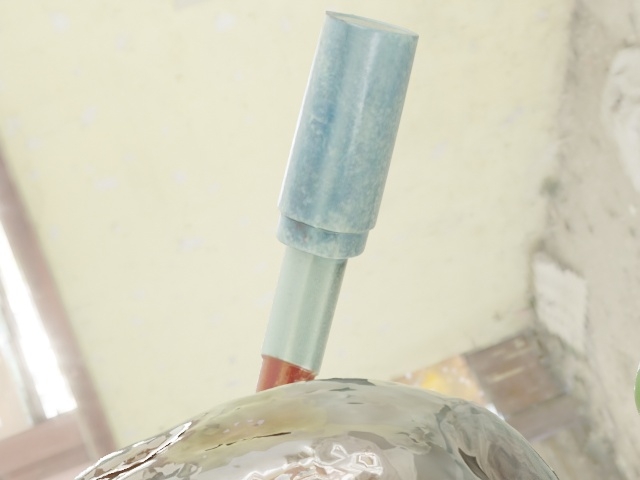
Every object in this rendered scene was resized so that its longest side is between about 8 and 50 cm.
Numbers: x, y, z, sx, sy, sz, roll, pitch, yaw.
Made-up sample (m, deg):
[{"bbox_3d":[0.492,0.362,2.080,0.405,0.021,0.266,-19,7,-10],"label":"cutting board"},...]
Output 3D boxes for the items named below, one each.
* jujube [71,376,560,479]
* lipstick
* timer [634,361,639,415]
[{"bbox_3d":[-0.038,0.185,0.390,0.215,0.308,0.246,55,-169,20],"label":"jujube"},{"bbox_3d":[0.000,0.000,0.801,0.068,0.061,0.274,-31,-44,-69],"label":"lipstick"},{"bbox_3d":[0.302,0.096,0.962,0.128,0.140,0.047,-70,17,-3],"label":"timer"}]
